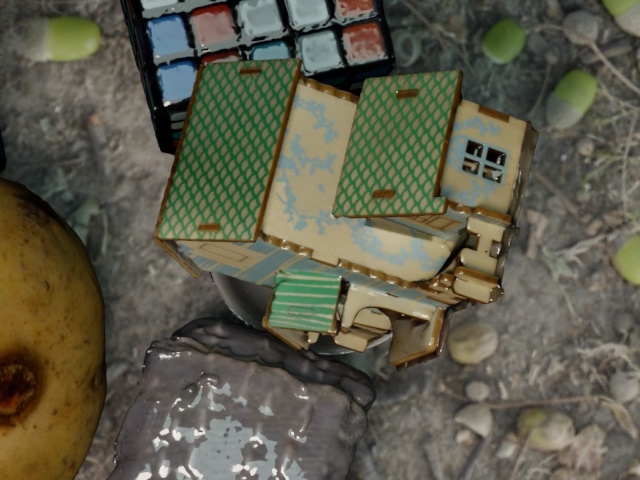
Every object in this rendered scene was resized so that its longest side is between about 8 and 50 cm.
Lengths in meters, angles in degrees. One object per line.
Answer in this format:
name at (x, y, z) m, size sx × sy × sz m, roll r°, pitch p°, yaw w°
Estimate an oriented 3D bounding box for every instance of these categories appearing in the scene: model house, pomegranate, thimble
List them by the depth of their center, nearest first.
model house at (-0.006, -0.021, 1.265) m, size 0.206 × 0.271 × 0.178 m, roll 20°, pitch 76°, yaw -16°
pomegranate at (-0.284, 0.085, 1.320) m, size 0.281 × 0.281 × 0.281 m, roll 1°, pitch 83°, yaw -4°
thimble at (-0.070, 0.180, 1.356) m, size 0.172 × 0.205 × 0.236 m, roll 20°, pitch 114°, yaw -2°

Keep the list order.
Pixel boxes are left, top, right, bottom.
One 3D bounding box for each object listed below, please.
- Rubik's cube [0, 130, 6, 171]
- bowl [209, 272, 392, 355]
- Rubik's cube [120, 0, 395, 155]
Rubik's cube at (-0.398, -0.172, 1.341) m, size 0.293 × 0.288 × 0.283 m, roll -8°, pitch 85°, yaw -7°
bowl at (0.000, 0.000, 1.449) m, size 0.189 × 0.086 × 0.189 m, roll 1°, pitch 81°, yaw -5°
Rubik's cube at (-0.057, -0.182, 1.417) m, size 0.187 × 0.182 × 0.184 m, roll -16°, pitch 85°, yaw -6°
